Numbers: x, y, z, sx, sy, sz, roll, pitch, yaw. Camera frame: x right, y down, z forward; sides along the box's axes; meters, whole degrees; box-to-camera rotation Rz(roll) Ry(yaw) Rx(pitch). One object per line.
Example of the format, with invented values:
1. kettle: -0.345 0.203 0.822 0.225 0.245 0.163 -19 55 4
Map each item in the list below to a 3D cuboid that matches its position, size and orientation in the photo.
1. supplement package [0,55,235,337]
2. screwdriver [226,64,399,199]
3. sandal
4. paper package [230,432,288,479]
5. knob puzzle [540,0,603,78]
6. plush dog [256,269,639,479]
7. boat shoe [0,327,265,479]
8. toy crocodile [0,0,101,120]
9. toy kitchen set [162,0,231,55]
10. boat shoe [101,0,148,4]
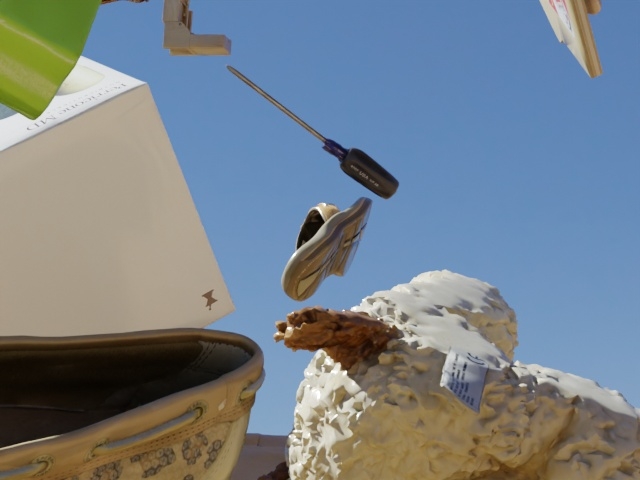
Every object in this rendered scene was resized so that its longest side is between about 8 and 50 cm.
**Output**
1. supplement package: -0.232 -0.018 1.271 0.199 0.198 0.263 -28 26 -19
2. screwdriver: -0.009 -0.087 1.313 0.170 0.024 0.025 34 -37 -4
3. sandal: 0.000 0.000 1.376 0.049 0.072 0.180 27 23 13
4. paper package: -0.031 0.327 1.255 0.309 0.324 0.168 2 20 2
5. knob puzzle: 0.168 -0.235 1.220 0.030 0.213 0.213 -21 -16 2
6. plush dog: 0.039 0.150 0.947 0.211 0.225 0.262 9 19 -34
7. boat shoe: -0.145 0.069 0.645 0.285 0.089 0.104 4 28 -47
8. toy crocodile: -0.100 -0.199 0.697 0.115 0.340 0.105 25 -32 -25
9. toy kitchen set: -0.138 -0.254 1.905 0.075 0.083 0.068 2 -9 12
10. boat shoe: -0.184 -0.265 1.647 0.178 0.060 0.064 -11 -22 -8
